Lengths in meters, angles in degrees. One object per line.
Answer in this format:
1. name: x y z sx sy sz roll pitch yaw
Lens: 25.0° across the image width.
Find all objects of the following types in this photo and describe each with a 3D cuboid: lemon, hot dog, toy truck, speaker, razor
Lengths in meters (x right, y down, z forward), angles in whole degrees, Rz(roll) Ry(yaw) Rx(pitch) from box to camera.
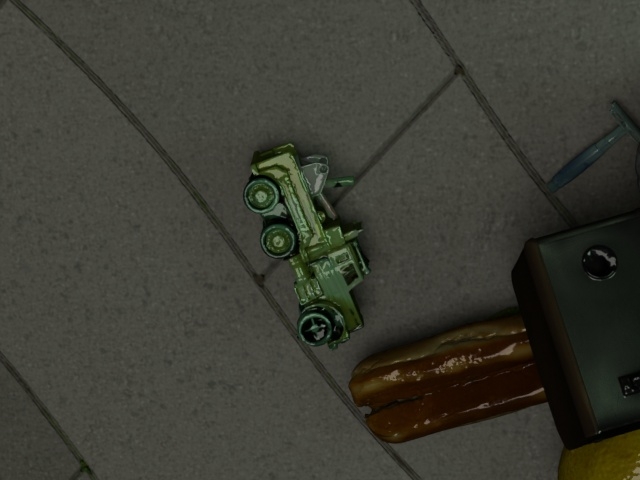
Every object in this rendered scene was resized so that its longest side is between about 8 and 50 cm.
1. lemon: 0.393 0.282 1.792 0.187 0.187 0.244 36 109 1
2. hot dog: 0.202 0.164 1.848 0.337 0.100 0.135 -19 110 19
3. toy truck: -0.002 0.004 1.836 0.135 0.128 0.259 -17 103 4
4. speaker: 0.328 0.105 1.658 0.153 0.192 0.231 -16 75 -2
5. razor: 0.331 -0.104 1.768 0.068 0.040 0.135 48 118 -3

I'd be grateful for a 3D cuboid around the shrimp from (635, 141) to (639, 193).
1. shrimp: 0.457 0.017 1.558 0.145 0.116 0.343 -35 87 24
